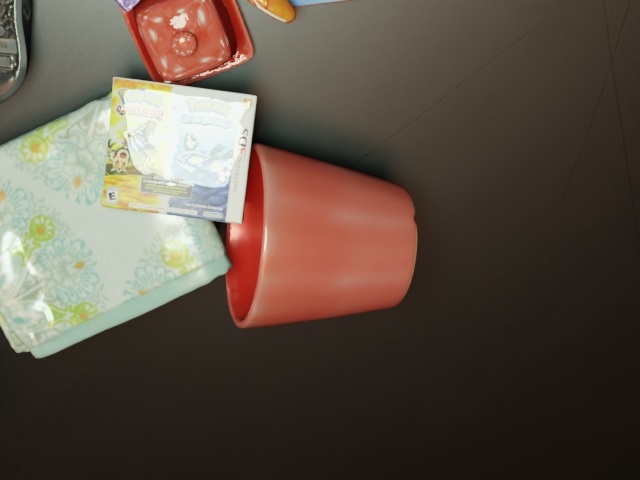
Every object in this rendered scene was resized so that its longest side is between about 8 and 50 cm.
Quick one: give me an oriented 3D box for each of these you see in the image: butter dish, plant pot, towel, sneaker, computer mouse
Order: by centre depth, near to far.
[{"bbox_3d":[-0.091,-0.375,1.285,0.067,0.064,0.175,-38,102,21],"label":"sneaker"},{"bbox_3d":[-0.454,-0.326,1.299,0.189,0.072,0.272,8,104,-7],"label":"computer mouse"},{"bbox_3d":[-0.190,-0.290,1.307,0.160,0.118,0.160,-18,118,5],"label":"butter dish"},{"bbox_3d":[0.000,0.000,1.408,0.243,0.275,0.274,4,117,-16],"label":"plant pot"},{"bbox_3d":[-0.364,-0.022,1.409,0.375,0.090,0.320,-24,103,7],"label":"towel"}]

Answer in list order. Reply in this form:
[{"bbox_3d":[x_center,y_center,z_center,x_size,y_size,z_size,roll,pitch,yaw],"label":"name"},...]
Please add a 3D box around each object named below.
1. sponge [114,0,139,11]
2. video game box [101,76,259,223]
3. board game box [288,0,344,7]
[{"bbox_3d":[-0.295,-0.421,1.246,0.210,0.031,0.117,44,84,-18],"label":"sponge"},{"bbox_3d":[-0.199,-0.128,1.324,0.205,0.048,0.187,7,97,-3],"label":"video game box"},{"bbox_3d":[-0.009,-0.468,1.282,0.145,0.027,0.281,-7,118,-2],"label":"board game box"}]
